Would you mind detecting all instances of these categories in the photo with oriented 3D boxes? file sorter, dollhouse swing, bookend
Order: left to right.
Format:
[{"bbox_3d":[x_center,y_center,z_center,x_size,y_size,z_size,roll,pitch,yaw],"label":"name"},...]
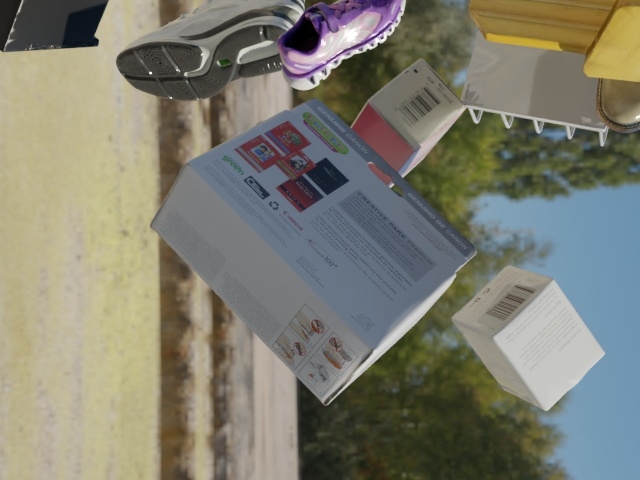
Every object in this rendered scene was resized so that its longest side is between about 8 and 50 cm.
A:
[{"bbox_3d":[-0.302,-0.301,1.267,0.156,0.072,0.157,-21,145,-56],"label":"bookend"},{"bbox_3d":[0.441,-0.308,2.179,0.173,0.277,0.193,35,69,-70],"label":"file sorter"},{"bbox_3d":[0.407,-0.454,1.623,0.315,0.304,0.347,93,15,-73],"label":"dollhouse swing"}]

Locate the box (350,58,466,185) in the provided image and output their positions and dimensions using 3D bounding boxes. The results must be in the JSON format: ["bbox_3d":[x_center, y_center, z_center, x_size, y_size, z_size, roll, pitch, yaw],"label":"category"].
[{"bbox_3d":[0.143,-0.202,2.056,0.127,0.148,0.232,47,-24,5],"label":"box"}]

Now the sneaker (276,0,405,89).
[{"bbox_3d":[0.026,-0.338,1.742,0.095,0.236,0.104,55,4,31],"label":"sneaker"}]

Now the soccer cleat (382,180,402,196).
[{"bbox_3d":[0.091,0.036,1.635,0.289,0.093,0.121,90,-16,-45],"label":"soccer cleat"}]

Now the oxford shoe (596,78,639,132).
[{"bbox_3d":[0.558,-0.369,1.818,0.397,0.140,0.146,-67,165,2],"label":"oxford shoe"}]

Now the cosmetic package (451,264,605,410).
[{"bbox_3d":[0.360,0.166,1.938,0.184,0.151,0.151,53,-12,-20],"label":"cosmetic package"}]

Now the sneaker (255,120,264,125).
[{"bbox_3d":[-0.164,-0.083,2.175,0.182,0.127,0.315,-49,171,-34],"label":"sneaker"}]

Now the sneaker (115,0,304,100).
[{"bbox_3d":[-0.220,-0.459,2.405,0.169,0.447,0.258,55,38,-42],"label":"sneaker"}]

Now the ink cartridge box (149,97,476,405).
[{"bbox_3d":[0.000,0.000,1.385,0.272,0.309,0.130,-35,167,-47],"label":"ink cartridge box"}]
